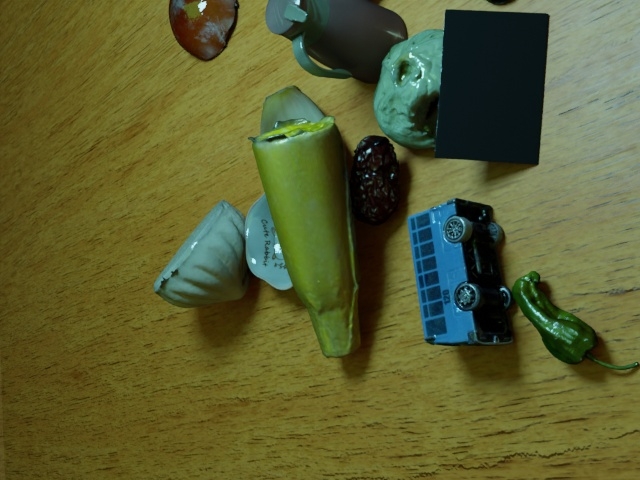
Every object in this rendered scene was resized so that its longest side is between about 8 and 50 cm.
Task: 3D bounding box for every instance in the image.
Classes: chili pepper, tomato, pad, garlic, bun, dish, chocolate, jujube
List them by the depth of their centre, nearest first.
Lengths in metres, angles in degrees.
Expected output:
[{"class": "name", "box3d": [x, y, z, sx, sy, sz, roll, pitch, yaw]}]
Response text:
[{"class": "chili pepper", "box3d": [0.358, 0.134, 1.046, 0.073, 0.072, 0.204, -56, 51, 23]}, {"class": "pad", "box3d": [0.277, -0.249, 1.140, 0.170, 0.006, 0.245, 4, 89, 7]}, {"class": "bun", "box3d": [0.173, -0.266, 1.231, 0.204, 0.126, 0.212, 27, 105, 45]}, {"class": "jujube", "box3d": [0.103, -0.111, 1.298, 0.104, 0.104, 0.166, 28, 118, 42]}, {"class": "chocolate", "box3d": [0.000, 0.000, 1.300, 0.162, 0.162, 0.445, 4, 113, 45]}, {"class": "garlic", "box3d": [-0.044, -0.210, 1.450, 0.143, 0.112, 0.318, -38, 52, 10]}, {"class": "dish", "box3d": [-0.057, -0.010, 1.467, 0.229, 0.081, 0.229, -7, 80, 41]}, {"class": "bun", "box3d": [-0.230, 0.057, 1.566, 0.263, 0.175, 0.263, -48, 13, 15]}, {"class": "tomato", "box3d": [-0.314, -0.556, 1.753, 0.228, 0.112, 0.199, 7, 93, 47]}]

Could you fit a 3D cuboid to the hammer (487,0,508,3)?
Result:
[{"class": "hammer", "box3d": [0.301, -0.542, 1.197, 0.111, 0.033, 0.287, -4, 83, 43]}]

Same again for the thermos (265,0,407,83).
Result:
[{"class": "thermos", "box3d": [0.024, -0.375, 1.291, 0.146, 0.265, 0.176, -21, 73, 42]}]

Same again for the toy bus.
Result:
[{"class": "toy bus", "box3d": [0.226, 0.062, 1.156, 0.134, 0.116, 0.234, -19, 71, 43]}]
